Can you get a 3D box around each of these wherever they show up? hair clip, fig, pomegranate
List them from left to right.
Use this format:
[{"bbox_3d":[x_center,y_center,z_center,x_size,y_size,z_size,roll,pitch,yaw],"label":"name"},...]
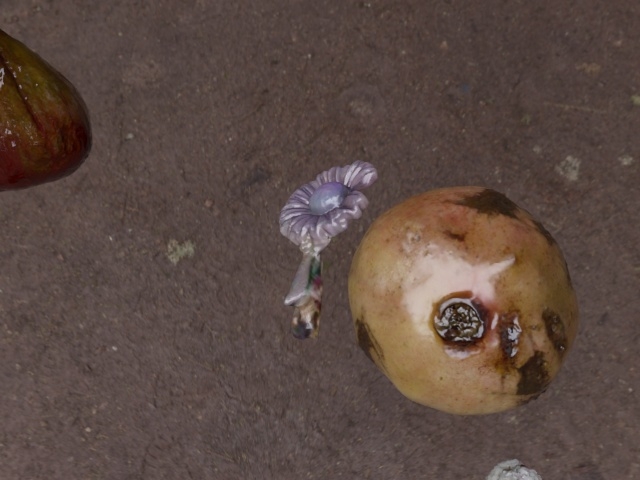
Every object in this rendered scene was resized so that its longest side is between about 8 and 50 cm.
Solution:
[{"bbox_3d":[-0.390,-0.178,0.681,0.191,0.290,0.190,-15,45,16],"label":"fig"},{"bbox_3d":[-0.005,-0.002,0.924,0.173,0.069,0.300,-9,55,36],"label":"hair clip"},{"bbox_3d":[0.193,0.084,0.849,0.323,0.322,0.321,2,65,-4],"label":"pomegranate"}]

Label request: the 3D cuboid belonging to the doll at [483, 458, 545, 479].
[{"bbox_3d":[0.159,0.321,0.663,0.221,0.105,0.114,-20,99,-6],"label":"doll"}]
